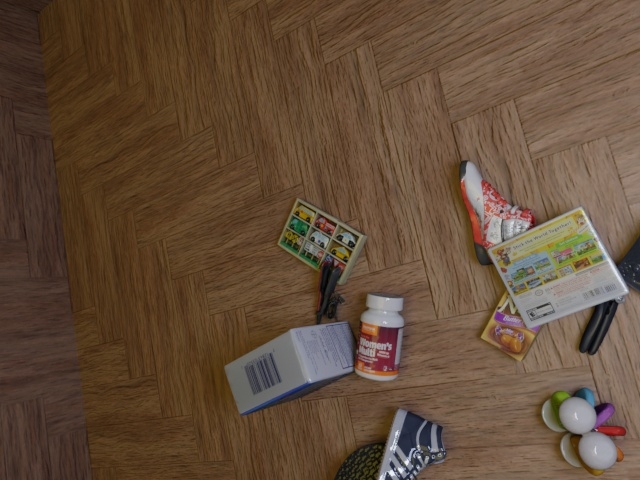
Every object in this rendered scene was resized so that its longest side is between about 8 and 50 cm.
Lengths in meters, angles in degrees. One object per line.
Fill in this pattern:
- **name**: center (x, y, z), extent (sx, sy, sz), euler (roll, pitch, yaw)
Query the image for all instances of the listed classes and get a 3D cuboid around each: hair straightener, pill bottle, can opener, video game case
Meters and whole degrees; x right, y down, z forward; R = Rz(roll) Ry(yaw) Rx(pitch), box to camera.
- **hair straightener**: center (0.026, 0.176, 1.538), extent (0.089, 0.047, 0.230), euler (28, 118, 32)
- **pill bottle**: center (0.163, 0.258, 1.425), extent (0.121, 0.121, 0.221), euler (7, 92, 34)
- **can opener**: center (0.628, 0.170, 1.169), extent (0.059, 0.073, 0.186), euler (11, 97, -6)
- **video game case**: center (0.523, 0.064, 1.170), extent (0.227, 0.026, 0.206), euler (-31, 79, 33)

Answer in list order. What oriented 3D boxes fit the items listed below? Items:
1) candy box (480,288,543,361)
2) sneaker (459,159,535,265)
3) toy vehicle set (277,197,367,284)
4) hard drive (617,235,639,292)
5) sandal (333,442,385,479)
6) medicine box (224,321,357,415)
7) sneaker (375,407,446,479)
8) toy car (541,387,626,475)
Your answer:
- **candy box**: center (0.481, 0.182, 1.261), extent (0.109, 0.053, 0.186), euler (31, 103, 31)
- **sneaker**: center (0.437, -0.081, 1.280), extent (0.145, 0.090, 0.269), euler (-15, 83, 31)
- **toy vehicle set**: center (0.000, 0.000, 1.596), extent (0.267, 0.035, 0.165), euler (31, 105, 31)
- **hard drive**: center (0.757, 0.073, 1.052), extent (0.255, 0.054, 0.171), euler (38, 128, 28)
- **sandal**: center (0.091, 0.752, 1.438), extent (0.168, 0.107, 0.445), euler (27, 89, 28)
- **medicine box**: center (-0.067, 0.354, 1.473), extent (0.264, 0.289, 0.149), euler (-33, 68, 28)
- **sneaker**: center (0.229, 0.585, 1.329), extent (0.153, 0.099, 0.282), euler (14, 68, 16)
- **toy car**: center (0.586, 0.405, 1.142), extent (0.136, 0.159, 0.181), euler (-23, 72, -5)
